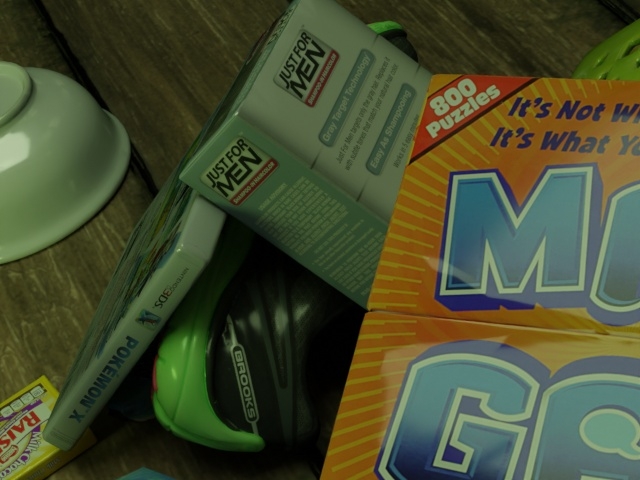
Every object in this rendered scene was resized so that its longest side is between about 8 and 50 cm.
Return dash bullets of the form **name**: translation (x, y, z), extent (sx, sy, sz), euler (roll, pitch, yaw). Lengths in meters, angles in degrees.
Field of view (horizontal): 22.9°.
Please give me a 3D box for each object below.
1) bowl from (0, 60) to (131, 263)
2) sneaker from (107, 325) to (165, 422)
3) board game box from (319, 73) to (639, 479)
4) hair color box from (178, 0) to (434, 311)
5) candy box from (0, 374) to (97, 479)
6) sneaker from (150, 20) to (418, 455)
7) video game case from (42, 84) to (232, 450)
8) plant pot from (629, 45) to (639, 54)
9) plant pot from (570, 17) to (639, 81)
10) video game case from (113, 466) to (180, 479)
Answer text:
- **bowl**: translation (-0.382, -0.116, 1.848), extent (0.297, 0.134, 0.298), euler (-11, 40, 9)
- **sneaker**: translation (-0.163, 0.109, 1.551), extent (0.063, 0.073, 0.162), euler (10, 48, 30)
- **board game box**: translation (0.249, 0.135, 1.061), extent (0.356, 0.356, 0.356), euler (5, 66, 26)
- **hair color box**: translation (0.082, -0.035, 1.401), extent (0.113, 0.374, 0.185), euler (-41, 18, 47)
- **candy box**: translation (-0.327, 0.219, 1.529), extent (0.206, 0.027, 0.105), euler (-34, 45, -17)
- **sneaker**: translation (0.000, 0.000, 1.534), extent (0.202, 0.185, 0.483), euler (24, 65, -1)
- **video game case**: translation (-0.148, 0.003, 1.520), extent (0.036, 0.300, 0.329), euler (30, 38, -11)
- **plant pot**: translation (0.372, -0.184, 1.649), extent (0.134, 0.095, 0.134), euler (-12, 41, 10)
- **plant pot**: translation (0.327, -0.069, 1.365), extent (0.207, 0.228, 0.227), euler (-48, 12, -36)
- **video game case**: translation (-0.124, 0.276, 1.266), extent (0.269, 0.061, 0.244), euler (13, 17, 33)
